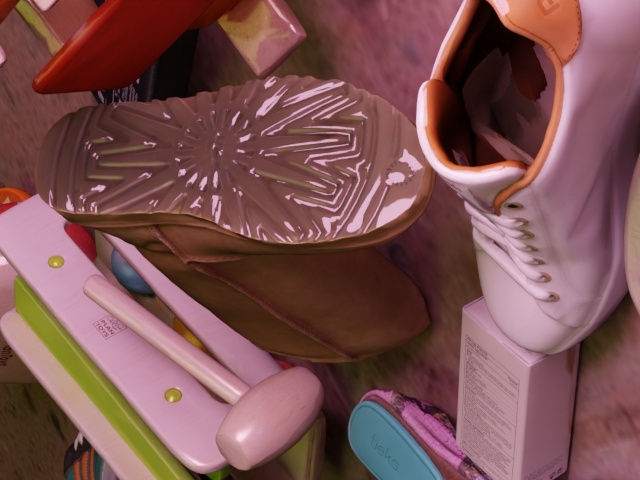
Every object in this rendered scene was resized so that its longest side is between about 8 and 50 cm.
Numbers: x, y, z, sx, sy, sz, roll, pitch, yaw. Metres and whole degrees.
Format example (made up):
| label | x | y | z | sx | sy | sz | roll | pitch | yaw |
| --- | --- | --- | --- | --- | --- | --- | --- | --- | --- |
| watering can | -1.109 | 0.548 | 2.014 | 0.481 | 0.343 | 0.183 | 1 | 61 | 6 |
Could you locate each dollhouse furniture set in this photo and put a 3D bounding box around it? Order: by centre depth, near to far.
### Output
| label | x | y | z | sx | sy | sz | roll | pitch | yaw |
| --- | --- | --- | --- | --- | --- | --- | --- | --- | --- |
| dollhouse furniture set | -0.044 | -0.155 | 0.949 | 0.259 | 0.262 | 0.135 | -42 | 74 | 30 |

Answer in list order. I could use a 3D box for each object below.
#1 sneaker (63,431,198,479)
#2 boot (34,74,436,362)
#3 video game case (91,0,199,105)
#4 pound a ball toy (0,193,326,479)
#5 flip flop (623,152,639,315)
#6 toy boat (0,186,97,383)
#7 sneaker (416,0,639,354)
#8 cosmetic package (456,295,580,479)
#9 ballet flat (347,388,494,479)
| label | x | y | z | sx | sy | sz | roll | pitch | yaw |
| --- | --- | --- | --- | --- | --- | --- | --- | --- | --- |
| sneaker | -0.166 | 0.178 | 1.627 | 0.121 | 0.108 | 0.302 | 44 | 150 | 25 |
| boot | 0.000 | 0.000 | 1.090 | 0.236 | 0.089 | 0.269 | 7 | 163 | 29 |
| video game case | -0.161 | -0.194 | 1.293 | 0.248 | 0.035 | 0.275 | 59 | 165 | 10 |
| pound a ball toy | -0.097 | 0.070 | 1.366 | 0.319 | 0.135 | 0.208 | 44 | 149 | 29 |
| flip flop | 0.183 | -0.034 | 0.813 | 0.112 | 0.080 | 0.277 | 55 | 153 | 16 |
| toy boat | -0.268 | 0.024 | 1.672 | 0.231 | 0.151 | 0.151 | 123 | 145 | -61 |
| sneaker | 0.089 | -0.038 | 0.939 | 0.106 | 0.123 | 0.290 | 42 | 149 | 32 |
| cosmetic package | 0.111 | 0.086 | 1.104 | 0.060 | 0.041 | 0.115 | 43 | 148 | 35 |
| ballet flat | 0.097 | 0.164 | 1.160 | 0.221 | 0.079 | 0.077 | 51 | 134 | 44 |
